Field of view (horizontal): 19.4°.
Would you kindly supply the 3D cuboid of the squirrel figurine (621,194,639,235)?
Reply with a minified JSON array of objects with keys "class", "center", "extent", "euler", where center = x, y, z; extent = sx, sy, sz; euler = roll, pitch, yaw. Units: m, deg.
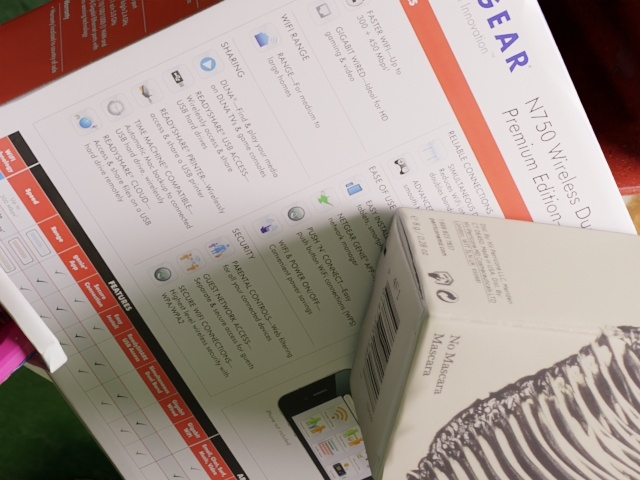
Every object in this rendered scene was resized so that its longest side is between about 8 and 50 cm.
[{"class":"squirrel figurine","center":[0.133,0.040,1.260],"extent":[0.370,0.281,0.397],"euler":[-12,117,-21]}]

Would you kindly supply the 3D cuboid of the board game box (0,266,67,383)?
[{"class":"board game box","center":[-0.309,-0.090,0.941],"extent":[0.050,0.390,0.390],"euler":[-41,106,-17]}]

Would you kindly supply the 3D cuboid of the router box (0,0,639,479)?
[{"class":"router box","center":[0.000,0.000,0.961],"extent":[0.301,0.082,0.335],"euler":[-23,124,8]}]

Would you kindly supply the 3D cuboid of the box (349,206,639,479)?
[{"class":"box","center":[0.160,0.066,0.920],"extent":[0.275,0.094,0.113],"euler":[6,122,-12]}]

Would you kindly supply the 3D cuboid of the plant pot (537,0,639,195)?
[{"class":"plant pot","center":[0.055,-0.189,1.035],"extent":[0.267,0.235,0.267],"euler":[-6,126,-2]}]

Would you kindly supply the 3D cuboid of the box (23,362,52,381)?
[{"class":"box","center":[-0.155,0.034,1.324],"extent":[0.114,0.103,0.203],"euler":[-37,128,25]}]

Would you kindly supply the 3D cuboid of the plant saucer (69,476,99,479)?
[{"class":"plant saucer","center":[-0.169,0.333,1.625],"extent":[0.333,0.081,0.333],"euler":[26,125,-28]}]
